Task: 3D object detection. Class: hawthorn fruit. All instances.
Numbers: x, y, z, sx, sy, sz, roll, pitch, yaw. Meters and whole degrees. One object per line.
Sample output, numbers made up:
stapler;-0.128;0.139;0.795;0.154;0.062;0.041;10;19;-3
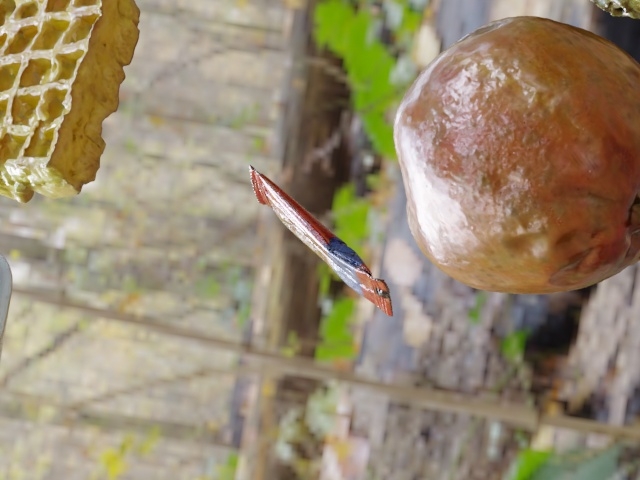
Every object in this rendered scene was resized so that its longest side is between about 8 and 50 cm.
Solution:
hawthorn fruit;0.228;-0.071;1.838;0.277;0.298;0.277;-31;-43;-34

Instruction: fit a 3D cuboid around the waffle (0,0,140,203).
waffle;-0.260;-0.135;1.666;0.057;0.219;0.229;39;-125;-42

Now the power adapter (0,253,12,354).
power adapter;-0.342;0.074;1.518;0.255;0.187;0.124;110;167;-49

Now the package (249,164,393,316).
package;0.000;0.000;1.973;0.022;0.200;0.083;-44;-25;-10

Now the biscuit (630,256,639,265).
biscuit;0.343;-0.012;1.996;0.019;0.130;0.119;51;173;32

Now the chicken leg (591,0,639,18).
chicken leg;0.325;-0.422;2.211;0.153;0.201;0.429;33;-145;-45
